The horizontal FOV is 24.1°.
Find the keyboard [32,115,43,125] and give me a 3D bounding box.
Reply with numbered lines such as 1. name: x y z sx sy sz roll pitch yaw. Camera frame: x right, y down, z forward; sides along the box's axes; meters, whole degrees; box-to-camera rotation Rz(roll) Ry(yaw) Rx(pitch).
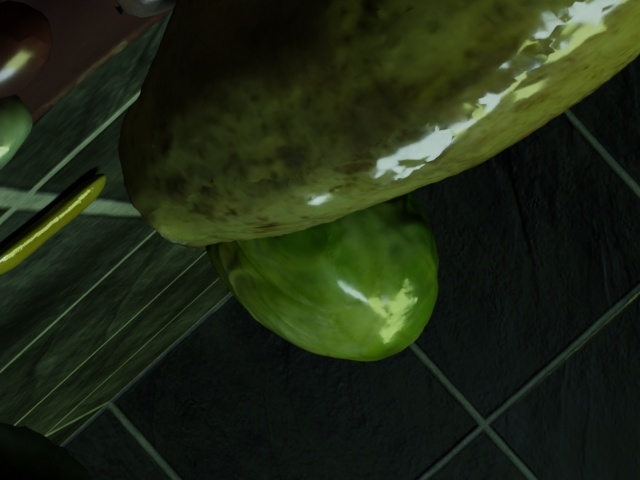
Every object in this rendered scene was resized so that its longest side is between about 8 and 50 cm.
1. keyboard: -0.073 -0.096 0.549 0.230 0.025 0.093 -42 180 12

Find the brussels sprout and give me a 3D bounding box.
1. brussels sprout: 0.000 0.000 1.160 0.161 0.223 0.223 -46 178 0

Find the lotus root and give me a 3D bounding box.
1. lotus root: 0.057 -0.085 0.335 0.258 0.097 0.110 -40 -177 27

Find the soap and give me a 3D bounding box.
1. soap: -0.159 -0.009 0.872 0.089 0.012 0.034 -42 177 -13

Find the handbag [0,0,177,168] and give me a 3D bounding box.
1. handbag: -0.042 -0.102 0.360 0.216 0.074 0.203 -41 178 -27

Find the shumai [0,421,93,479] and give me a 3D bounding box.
1. shumai: -0.312 0.302 1.007 0.395 0.395 0.348 -40 152 -45
